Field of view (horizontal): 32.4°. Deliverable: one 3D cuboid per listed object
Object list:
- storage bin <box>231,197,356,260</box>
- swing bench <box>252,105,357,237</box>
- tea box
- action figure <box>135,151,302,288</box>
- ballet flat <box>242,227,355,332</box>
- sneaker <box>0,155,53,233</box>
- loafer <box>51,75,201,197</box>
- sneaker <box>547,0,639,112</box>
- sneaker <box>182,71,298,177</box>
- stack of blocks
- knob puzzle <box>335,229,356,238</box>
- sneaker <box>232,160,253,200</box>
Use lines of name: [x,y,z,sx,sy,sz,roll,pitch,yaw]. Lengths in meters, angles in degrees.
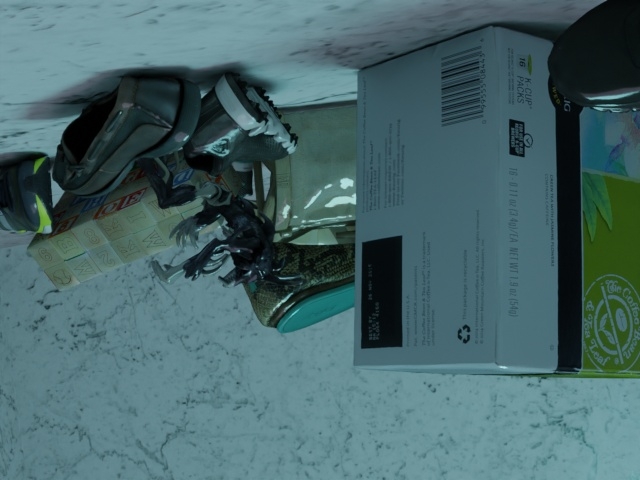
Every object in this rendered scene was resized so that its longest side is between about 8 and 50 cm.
storage bin: [0.000,0.000,1.981,0.262,0.123,0.260,4,-175,-17]
swing bench: [0.042,-0.097,1.535,0.253,0.165,0.255,-6,180,-12]
tea box: [0.224,-0.019,1.179,0.324,0.328,0.220,6,171,-37]
action figure: [-0.151,-0.019,1.407,0.141,0.275,0.164,-41,-172,12]
ballet flat: [0.068,0.035,1.760,0.483,0.182,0.164,-3,143,-44]
sneaker: [-0.460,-0.056,1.578,0.121,0.111,0.300,-3,175,-29]
loafer: [-0.221,-0.114,1.121,0.084,0.096,0.268,16,158,-34]
sneaker: [0.327,-0.188,0.903,0.286,0.109,0.130,-18,171,11]
sneaker: [-0.094,-0.113,1.172,0.106,0.078,0.234,-35,171,8]
stack of blocks: [-0.268,-0.050,1.629,0.297,0.087,0.171,-20,-152,24]
knob puzzle: [0.149,-0.008,1.652,0.213,0.030,0.213,-5,-177,0]
sneaker: [-0.169,-0.104,2.021,0.065,0.076,0.166,-7,179,-26]
